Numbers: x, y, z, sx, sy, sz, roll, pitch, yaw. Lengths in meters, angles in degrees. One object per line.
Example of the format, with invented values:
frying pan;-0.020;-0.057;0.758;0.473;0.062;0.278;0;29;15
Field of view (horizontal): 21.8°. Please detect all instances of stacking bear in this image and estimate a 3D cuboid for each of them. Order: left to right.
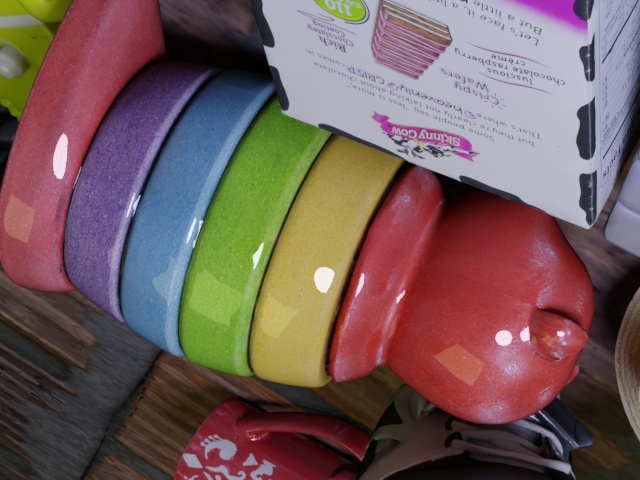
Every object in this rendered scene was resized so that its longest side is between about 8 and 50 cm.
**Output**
stacking bear;0.000;0.000;0.842;0.289;0.164;0.175;21;161;12

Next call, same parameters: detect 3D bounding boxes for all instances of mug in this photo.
mug;-0.016;0.191;1.321;0.169;0.150;0.113;30;-167;16

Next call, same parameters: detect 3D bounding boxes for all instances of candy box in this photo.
candy box;0.048;-0.117;0.650;0.159;0.071;0.233;23;154;21

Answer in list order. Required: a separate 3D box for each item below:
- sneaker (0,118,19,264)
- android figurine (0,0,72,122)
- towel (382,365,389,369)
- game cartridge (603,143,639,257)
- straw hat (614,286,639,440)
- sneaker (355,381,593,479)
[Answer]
sneaker;-0.210;-0.031;1.135;0.267;0.101;0.106;24;167;40
android figurine;-0.217;-0.158;0.927;0.248;0.056;0.273;7;144;45
towel;-0.038;0.007;1.065;0.237;0.021;0.102;28;150;14
game cartridge;0.292;0.014;0.619;0.355;0.068;0.230;28;160;10
straw hat;0.184;0.077;0.776;0.144;0.061;0.144;9;104;40
sneaker;0.083;0.113;0.923;0.122;0.146;0.330;21;171;-5
